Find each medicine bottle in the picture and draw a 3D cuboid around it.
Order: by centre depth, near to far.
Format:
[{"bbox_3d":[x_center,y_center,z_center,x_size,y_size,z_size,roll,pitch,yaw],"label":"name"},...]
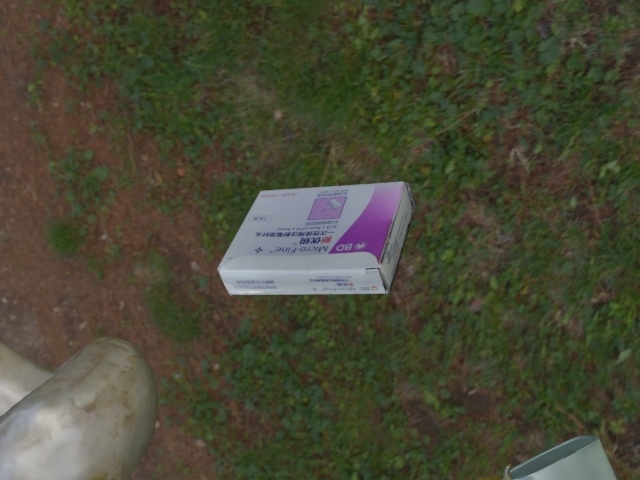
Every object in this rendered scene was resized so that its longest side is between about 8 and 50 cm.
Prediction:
[{"bbox_3d":[0.000,0.000,0.984,0.201,0.171,0.052,-1,127,21],"label":"medicine bottle"}]

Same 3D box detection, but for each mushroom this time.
[{"bbox_3d":[-0.375,0.228,1.111,0.298,0.297,0.290,-35,100,36],"label":"mushroom"}]

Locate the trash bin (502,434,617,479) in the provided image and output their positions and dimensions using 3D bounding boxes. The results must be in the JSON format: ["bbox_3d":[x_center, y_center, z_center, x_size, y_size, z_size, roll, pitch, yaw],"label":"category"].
[{"bbox_3d":[0.273,0.292,0.894,0.129,0.116,0.059,69,162,4],"label":"trash bin"}]

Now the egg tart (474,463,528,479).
[{"bbox_3d":[0.215,0.328,0.619,0.153,0.351,0.339,-23,79,17],"label":"egg tart"}]
